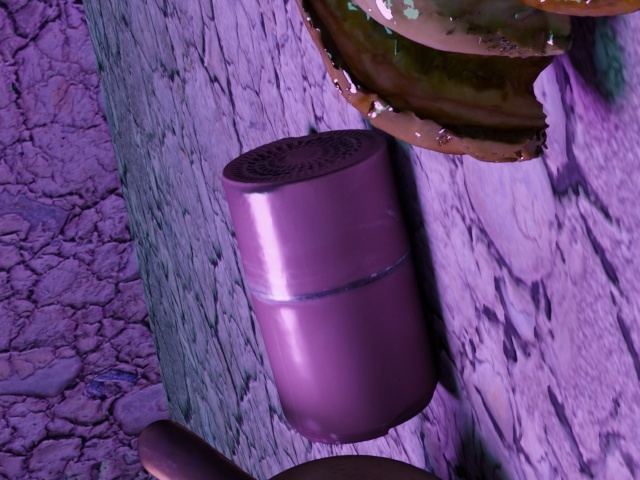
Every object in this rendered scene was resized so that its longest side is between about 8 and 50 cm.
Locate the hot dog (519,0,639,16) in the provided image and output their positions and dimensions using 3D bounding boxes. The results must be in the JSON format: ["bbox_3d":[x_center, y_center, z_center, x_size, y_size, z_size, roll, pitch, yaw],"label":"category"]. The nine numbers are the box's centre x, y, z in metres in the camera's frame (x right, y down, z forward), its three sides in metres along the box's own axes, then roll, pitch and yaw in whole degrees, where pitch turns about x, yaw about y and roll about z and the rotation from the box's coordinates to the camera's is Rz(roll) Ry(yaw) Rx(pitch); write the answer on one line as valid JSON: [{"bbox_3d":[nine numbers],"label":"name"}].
[{"bbox_3d":[0.091,-0.184,0.715,0.227,0.099,0.160,-117,16,-55],"label":"hot dog"}]

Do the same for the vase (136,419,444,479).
[{"bbox_3d":[-0.010,0.251,1.378,0.329,0.241,0.302,43,175,0],"label":"vase"}]

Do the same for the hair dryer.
[{"bbox_3d":[0.000,0.000,1.459,0.352,0.125,0.210,-107,3,-72],"label":"hair dryer"}]

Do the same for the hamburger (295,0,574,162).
[{"bbox_3d":[0.041,-0.153,0.924,0.124,0.131,0.262,91,165,-57],"label":"hamburger"}]
